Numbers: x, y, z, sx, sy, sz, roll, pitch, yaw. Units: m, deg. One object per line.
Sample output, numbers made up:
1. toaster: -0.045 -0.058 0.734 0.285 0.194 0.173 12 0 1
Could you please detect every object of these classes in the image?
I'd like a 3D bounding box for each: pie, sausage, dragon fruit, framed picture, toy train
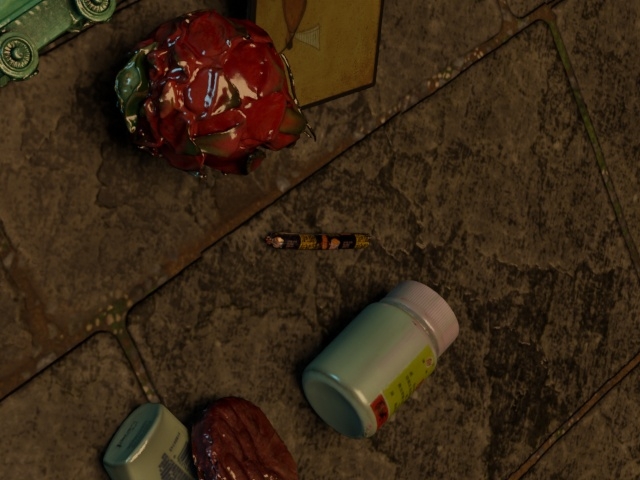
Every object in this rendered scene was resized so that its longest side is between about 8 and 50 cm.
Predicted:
1. pie: -0.101 0.311 1.938 0.204 0.054 0.218 62 21 3
2. sausage: 0.000 0.000 2.082 0.198 0.025 0.028 1 137 -39
3. dragon fruit: -0.132 -0.182 1.854 0.293 0.233 0.234 22 79 -46
4. framed picture: -0.002 -0.336 1.979 0.255 0.014 0.339 -21 132 -36
5. toy train: -0.366 -0.293 1.742 0.248 0.101 0.159 -43 108 -27

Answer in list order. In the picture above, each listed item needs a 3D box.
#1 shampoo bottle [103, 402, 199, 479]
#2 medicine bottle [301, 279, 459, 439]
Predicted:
1. shampoo bottle: -0.153 0.383 1.948 0.359 0.078 0.134 51 55 -29
2. medicine bottle: 0.089 0.173 2.091 0.225 0.139 0.139 -44 117 -28
